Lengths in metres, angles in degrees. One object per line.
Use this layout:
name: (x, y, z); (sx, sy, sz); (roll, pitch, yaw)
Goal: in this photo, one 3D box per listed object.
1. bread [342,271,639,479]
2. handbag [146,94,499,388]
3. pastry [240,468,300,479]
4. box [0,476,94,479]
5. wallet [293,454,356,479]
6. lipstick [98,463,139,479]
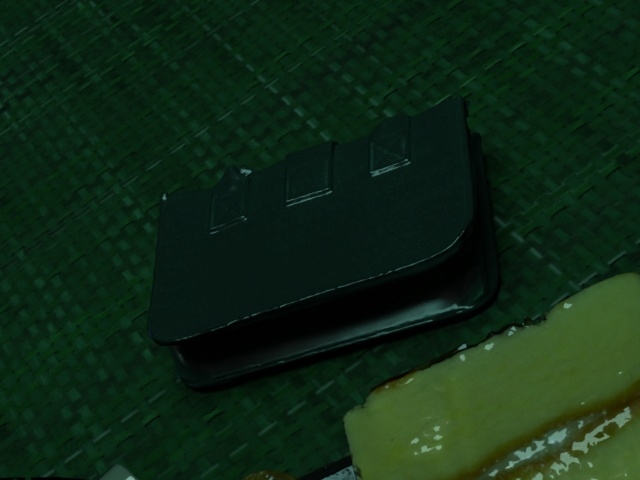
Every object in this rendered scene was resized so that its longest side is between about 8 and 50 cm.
bread: (0.153, 0.154, 1.191); (0.236, 0.198, 0.263); (-53, 30, 27)
handbag: (0.000, 0.001, 1.621); (0.327, 0.089, 0.238); (-18, 40, 16)
pastry: (-0.039, 0.236, 1.414); (0.109, 0.057, 0.097); (11, 59, 42)
box: (-0.229, 0.298, 1.303); (0.178, 0.194, 0.148); (4, 32, -22)
wallet: (-0.031, 0.266, 1.339); (0.250, 0.044, 0.149); (-24, 71, 6)
lipstick: (-0.239, 0.297, 1.458); (0.254, 0.070, 0.070); (-43, 40, -16)
